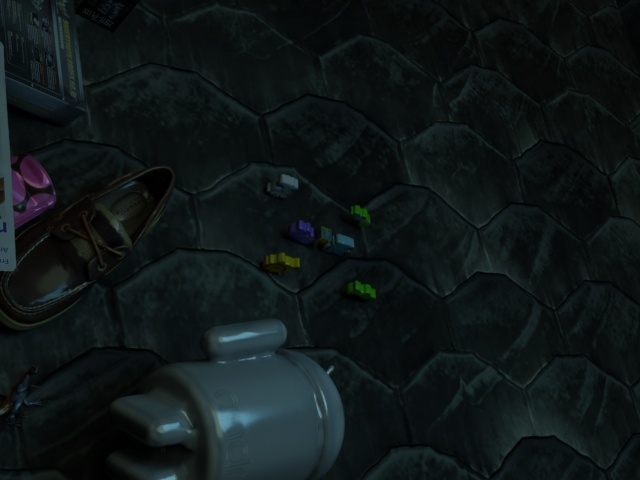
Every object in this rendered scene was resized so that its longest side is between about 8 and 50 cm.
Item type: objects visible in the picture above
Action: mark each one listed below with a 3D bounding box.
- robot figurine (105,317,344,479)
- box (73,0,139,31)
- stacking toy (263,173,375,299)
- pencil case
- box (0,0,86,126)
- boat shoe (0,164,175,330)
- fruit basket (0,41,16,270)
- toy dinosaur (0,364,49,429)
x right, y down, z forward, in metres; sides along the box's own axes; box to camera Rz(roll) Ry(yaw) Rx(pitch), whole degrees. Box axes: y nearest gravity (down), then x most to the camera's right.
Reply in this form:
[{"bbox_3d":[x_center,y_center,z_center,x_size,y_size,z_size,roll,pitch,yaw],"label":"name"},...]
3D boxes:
[{"bbox_3d":[-0.111,0.254,1.427,0.353,0.200,0.299,-4,107,-42],"label":"robot figurine"},{"bbox_3d":[-0.363,-0.431,1.662,0.180,0.147,0.077,24,51,-27],"label":"box"},{"bbox_3d":[0.000,0.000,1.789,0.221,0.052,0.167,21,55,-33],"label":"stacking toy"},{"bbox_3d":[-0.440,-0.037,1.400,0.098,0.095,0.209,26,42,21],"label":"pencil case"},{"bbox_3d":[-0.437,-0.301,1.550,0.183,0.056,0.231,21,51,-53],"label":"box"},{"bbox_3d":[-0.317,-0.006,1.462,0.123,0.123,0.342,52,44,-3],"label":"boat shoe"},{"bbox_3d":[-0.536,-0.128,1.271,0.327,0.165,0.353,2,56,-24],"label":"fruit basket"},{"bbox_3d":[-0.384,0.193,1.347,0.090,0.047,0.082,9,41,-25],"label":"toy dinosaur"}]
